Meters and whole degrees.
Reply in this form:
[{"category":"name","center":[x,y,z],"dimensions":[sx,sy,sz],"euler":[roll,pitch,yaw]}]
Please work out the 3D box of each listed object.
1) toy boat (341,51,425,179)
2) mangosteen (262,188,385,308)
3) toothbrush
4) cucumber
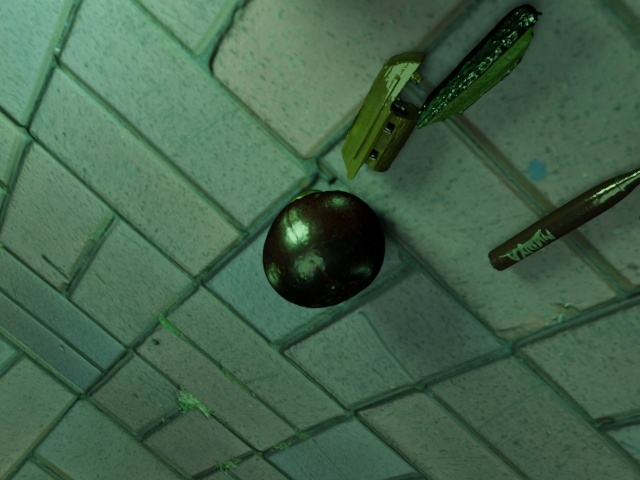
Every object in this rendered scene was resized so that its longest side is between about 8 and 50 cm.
[{"category":"toy boat","center":[0.099,-0.182,0.884],"dimensions":[0.088,0.068,0.226],"euler":[29,133,-2]},{"category":"mangosteen","center":[0.005,0.002,1.011],"dimensions":[0.216,0.216,0.216],"euler":[16,133,18]},{"category":"toothbrush","center":[0.383,-0.049,0.849],"dimensions":[0.041,0.041,0.364],"euler":[41,135,-7]},{"category":"cucumber","center":[0.215,-0.227,0.781],"dimensions":[0.220,0.070,0.046],"euler":[-41,62,46]}]
